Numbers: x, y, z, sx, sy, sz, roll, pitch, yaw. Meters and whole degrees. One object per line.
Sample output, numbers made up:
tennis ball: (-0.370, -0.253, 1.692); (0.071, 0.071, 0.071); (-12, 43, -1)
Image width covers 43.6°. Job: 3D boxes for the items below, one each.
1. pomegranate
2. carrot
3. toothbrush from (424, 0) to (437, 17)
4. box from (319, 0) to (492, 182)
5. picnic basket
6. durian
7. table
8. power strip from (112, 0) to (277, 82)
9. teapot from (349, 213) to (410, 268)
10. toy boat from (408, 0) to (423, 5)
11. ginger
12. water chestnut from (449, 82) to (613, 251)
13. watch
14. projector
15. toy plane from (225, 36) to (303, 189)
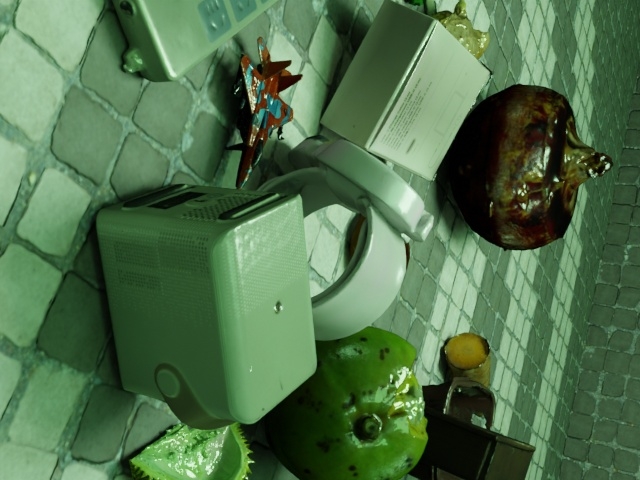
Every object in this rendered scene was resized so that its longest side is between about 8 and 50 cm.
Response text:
pomegranate: (0.034, 0.218, 1.121); (0.302, 0.236, 0.236); (-103, -167, -78)
carrot: (0.333, 0.310, 1.740); (0.102, 0.102, 0.263); (-60, 146, -34)
toothbrush: (0.177, -0.504, 1.366); (0.028, 0.026, 0.294); (-63, 147, -58)
box: (0.139, -0.218, 1.220); (0.251, 0.106, 0.203); (12, 109, -61)
picnic basket: (0.225, 0.362, 1.527); (0.297, 0.129, 0.223); (27, 72, -58)
durian: (-0.137, 0.260, 0.942); (0.215, 0.086, 0.100); (-10, 91, -57)
table: (0.154, 0.405, 1.254); (0.196, 0.250, 0.282); (31, 78, -54)
power strip: (-0.128, -0.275, 0.871); (0.270, 0.046, 0.118); (-52, 138, -41)
teapot: (0.090, 0.011, 1.286); (0.098, 0.078, 0.129); (-14, 98, -16)
toy boat: (0.154, -0.496, 1.292); (0.088, 0.089, 0.230); (-117, -158, -71)
ginger: (0.223, -0.316, 1.397); (0.157, 0.102, 0.216); (11, 97, -45)
water chestnut: (0.420, -0.141, 1.585); (0.350, 0.302, 0.350); (-11, 102, -62)
watch: (0.000, 0.000, 1.017); (0.231, 0.244, 0.196); (-55, 143, -3)
projector: (-0.114, 0.069, 0.836); (0.163, 0.177, 0.243); (-31, 121, -51)
toy plane: (-0.080, -0.144, 0.968); (0.130, 0.061, 0.189); (44, 63, -55)
